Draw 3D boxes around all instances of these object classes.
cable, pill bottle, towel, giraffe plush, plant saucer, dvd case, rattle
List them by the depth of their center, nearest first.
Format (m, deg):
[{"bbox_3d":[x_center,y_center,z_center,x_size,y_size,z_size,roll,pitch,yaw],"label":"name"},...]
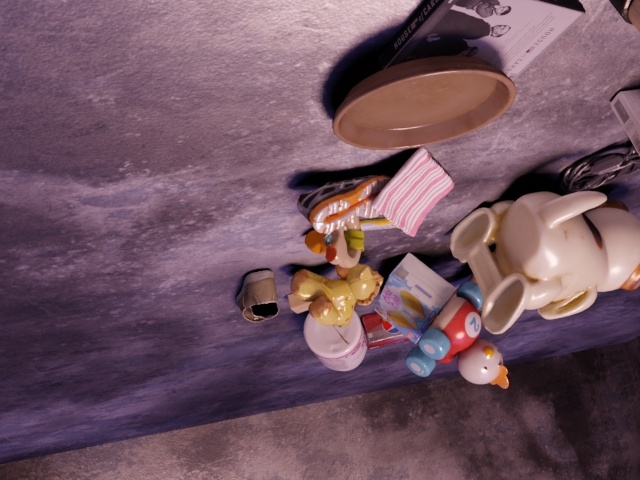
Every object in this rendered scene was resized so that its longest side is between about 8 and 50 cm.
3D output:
[{"bbox_3d":[0.227,-0.287,1.017,0.238,0.029,0.179,0,154,-33],"label":"dvd case"},{"bbox_3d":[0.153,-0.206,1.095,0.278,0.041,0.278,-7,167,-2],"label":"plant saucer"},{"bbox_3d":[0.181,-0.089,1.377,0.144,0.029,0.197,-51,151,5],"label":"towel"},{"bbox_3d":[0.000,0.000,1.417,0.142,0.130,0.199,13,-156,20],"label":"rattle"},{"bbox_3d":[0.611,-0.152,1.571,0.184,0.047,0.150,-26,163,35],"label":"cable"},{"bbox_3d":[0.055,0.113,1.702,0.170,0.210,0.181,-44,-175,7],"label":"giraffe plush"},{"bbox_3d":[0.051,0.286,2.089,0.160,0.160,0.283,-16,158,3],"label":"pill bottle"}]

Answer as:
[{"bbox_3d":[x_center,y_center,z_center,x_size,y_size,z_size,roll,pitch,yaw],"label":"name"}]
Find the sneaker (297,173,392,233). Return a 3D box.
[{"bbox_3d":[0.051,-0.083,1.337,0.215,0.083,0.084,-19,128,-36],"label":"sneaker"}]

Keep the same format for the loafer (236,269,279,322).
[{"bbox_3d":[-0.151,0.155,1.749,0.094,0.087,0.251,-11,157,-10],"label":"loafer"}]

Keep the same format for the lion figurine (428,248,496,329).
[{"bbox_3d":[0.443,0.130,1.982,0.240,0.142,0.392,-43,-178,-32],"label":"lion figurine"}]

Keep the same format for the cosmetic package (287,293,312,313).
[{"bbox_3d":[-0.021,0.149,1.876,0.115,0.041,0.060,-20,158,12],"label":"cosmetic package"}]

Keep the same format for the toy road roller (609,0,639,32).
[{"bbox_3d":[0.560,-0.334,0.905,0.329,0.202,0.240,-6,146,-17],"label":"toy road roller"}]

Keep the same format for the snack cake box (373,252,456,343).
[{"bbox_3d":[0.239,0.155,1.886,0.089,0.152,0.264,-48,167,-22],"label":"snack cake box"}]

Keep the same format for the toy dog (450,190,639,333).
[{"bbox_3d":[0.566,0.009,1.657,0.408,0.284,0.395,2,134,-29],"label":"toy dog"}]

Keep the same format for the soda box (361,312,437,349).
[{"bbox_3d":[0.264,0.257,2.245,0.263,0.092,0.083,-13,157,-5],"label":"soda box"}]

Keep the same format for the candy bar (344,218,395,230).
[{"bbox_3d":[0.105,-0.032,1.561,0.161,0.018,0.040,-6,156,-22],"label":"candy bar"}]

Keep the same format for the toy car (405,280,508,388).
[{"bbox_3d":[0.376,0.268,1.779,0.219,0.238,0.210,-45,166,-32],"label":"toy car"}]

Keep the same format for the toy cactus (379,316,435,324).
[{"bbox_3d":[0.279,0.189,2.107,0.219,0.112,0.180,-7,148,3],"label":"toy cactus"}]

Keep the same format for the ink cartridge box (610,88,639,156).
[{"bbox_3d":[0.632,-0.212,1.299,0.179,0.145,0.045,-8,151,-17],"label":"ink cartridge box"}]
